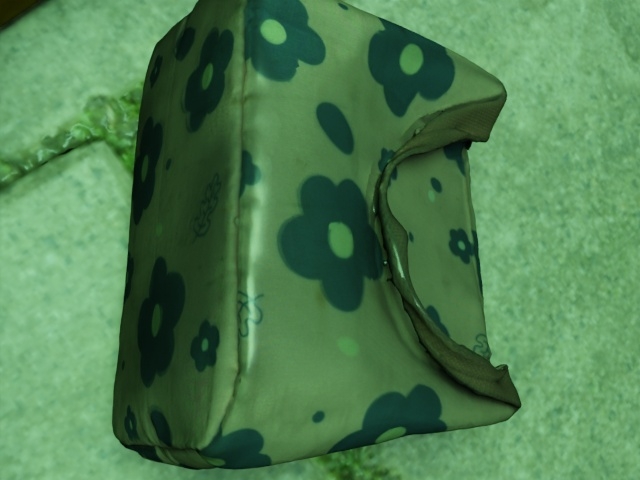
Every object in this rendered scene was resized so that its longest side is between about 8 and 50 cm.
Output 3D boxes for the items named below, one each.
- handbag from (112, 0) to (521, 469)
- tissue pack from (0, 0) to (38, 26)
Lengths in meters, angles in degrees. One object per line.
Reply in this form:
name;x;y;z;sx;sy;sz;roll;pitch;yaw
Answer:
handbag;0.000;0.000;0.438;0.193;0.190;0.251;10;74;-30
tissue pack;-0.145;-0.239;0.401;0.274;0.194;0.145;-44;99;-20
